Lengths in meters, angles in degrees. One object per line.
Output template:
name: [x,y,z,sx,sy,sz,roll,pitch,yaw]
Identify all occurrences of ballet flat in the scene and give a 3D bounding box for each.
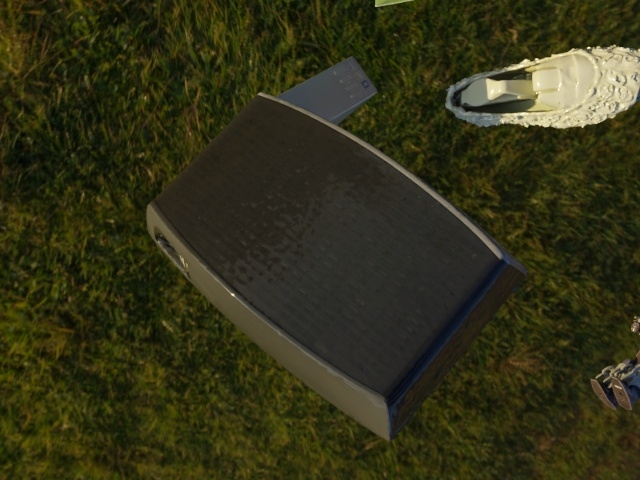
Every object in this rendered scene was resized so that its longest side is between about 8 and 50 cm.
ballet flat: [0.406,-0.281,1.319,0.147,0.409,0.146,0,90,-39]

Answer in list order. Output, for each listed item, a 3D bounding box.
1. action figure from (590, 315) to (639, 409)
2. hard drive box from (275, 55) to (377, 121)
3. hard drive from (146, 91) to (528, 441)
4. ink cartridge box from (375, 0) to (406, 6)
action figure: [0.655,0.210,1.325,0.285,0.185,0.099,-35,98,-14]
hard drive box: [-0.029,-0.243,1.356,0.089,0.232,0.181,54,141,-3]
hard drive: [0.000,0.000,0.504,0.172,0.255,0.054,-48,155,-12]
ink cartridge box: [0.159,-0.411,1.031,0.171,0.235,0.056,-8,117,10]
